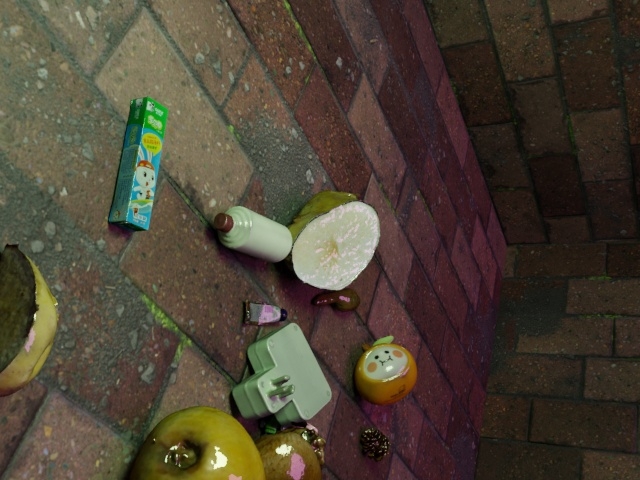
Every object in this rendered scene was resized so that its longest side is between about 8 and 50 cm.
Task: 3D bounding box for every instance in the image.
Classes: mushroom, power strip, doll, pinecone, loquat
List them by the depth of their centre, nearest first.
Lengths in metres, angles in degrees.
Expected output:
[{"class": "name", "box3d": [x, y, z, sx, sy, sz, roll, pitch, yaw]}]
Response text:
[{"class": "loquat", "box3d": [-0.233, 0.473, 1.298, 0.275, 0.274, 0.275, 8, 81, -61]}, {"class": "mushroom", "box3d": [-0.097, 0.549, 1.531, 0.283, 0.195, 0.263, -47, 135, -21]}, {"class": "power strip", "box3d": [-0.084, 0.344, 1.654, 0.261, 0.141, 0.230, -24, 87, -59]}, {"class": "doll", "box3d": [0.200, 0.421, 2.193, 0.213, 0.213, 0.236, 56, -1, -43]}, {"class": "pinecone", "box3d": [0.184, 0.675, 2.216, 0.102, 0.102, 0.109, -38, 110, -56]}]

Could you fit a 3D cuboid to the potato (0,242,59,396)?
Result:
[{"class": "potato", "box3d": [-0.463, 0.133, 1.035, 0.098, 0.138, 0.243, 49, 50, -55]}]

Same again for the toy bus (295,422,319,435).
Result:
[{"class": "toy bus", "box3d": [-0.057, 0.554, 1.729, 0.090, 0.063, 0.203, -47, 156, -42]}]

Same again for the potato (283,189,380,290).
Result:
[{"class": "potato", "box3d": [0.000, 0.000, 1.856, 0.299, 0.196, 0.247, -29, 114, -27]}]

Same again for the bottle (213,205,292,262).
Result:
[{"class": "bottle", "box3d": [-0.171, -0.018, 1.608, 0.245, 0.104, 0.104, 24, 67, -58]}]

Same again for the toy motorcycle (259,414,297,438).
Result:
[{"class": "toy motorcycle", "box3d": [-0.110, 0.501, 1.724, 0.190, 0.074, 0.106, -51, 140, -50]}]

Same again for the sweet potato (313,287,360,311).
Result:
[{"class": "sweet potato", "box3d": [0.067, 0.183, 2.059, 0.269, 0.074, 0.075, 12, 78, -57]}]

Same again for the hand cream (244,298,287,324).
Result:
[{"class": "hand cream", "box3d": [-0.147, 0.188, 1.713, 0.163, 0.039, 0.062, 16, 76, -54]}]

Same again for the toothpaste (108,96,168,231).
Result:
[{"class": "toothpaste", "box3d": [-0.362, -0.152, 1.327, 0.065, 0.050, 0.267, 29, 63, -54]}]
